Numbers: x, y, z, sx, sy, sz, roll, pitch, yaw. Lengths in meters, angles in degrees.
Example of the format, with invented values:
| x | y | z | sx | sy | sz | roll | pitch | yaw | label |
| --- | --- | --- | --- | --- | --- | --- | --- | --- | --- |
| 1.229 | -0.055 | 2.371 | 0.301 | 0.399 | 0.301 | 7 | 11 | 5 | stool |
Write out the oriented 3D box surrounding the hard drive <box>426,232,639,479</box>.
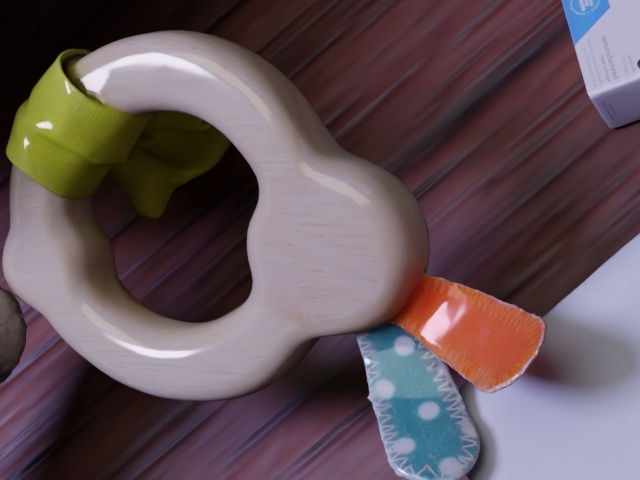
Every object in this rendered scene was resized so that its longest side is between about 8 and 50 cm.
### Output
| x | y | z | sx | sy | sz | roll | pitch | yaw | label |
| --- | --- | --- | --- | --- | --- | --- | --- | --- | --- |
| 0.230 | 0.022 | 0.488 | 0.353 | 0.047 | 0.233 | -42 | 56 | 4 | hard drive |

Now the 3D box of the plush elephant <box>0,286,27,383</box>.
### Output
| x | y | z | sx | sy | sz | roll | pitch | yaw | label |
| --- | --- | --- | --- | --- | --- | --- | --- | --- | --- |
| -0.139 | 0.187 | 0.476 | 0.255 | 0.272 | 0.330 | 7 | 99 | 43 | plush elephant |

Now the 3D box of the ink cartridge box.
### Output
| x | y | z | sx | sy | sz | roll | pitch | yaw | label |
| --- | --- | --- | --- | --- | --- | --- | --- | --- | --- |
| 0.130 | -0.078 | 0.594 | 0.083 | 0.028 | 0.048 | -20 | 60 | 17 | ink cartridge box |

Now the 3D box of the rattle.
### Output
| x | y | z | sx | sy | sz | roll | pitch | yaw | label |
| --- | --- | --- | --- | --- | --- | --- | --- | --- | --- |
| 0.000 | 0.000 | 0.595 | 0.200 | 0.143 | 0.130 | 15 | 91 | 20 | rattle |
